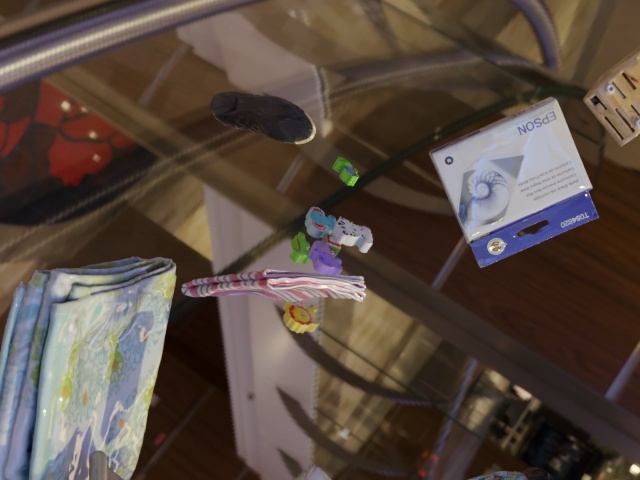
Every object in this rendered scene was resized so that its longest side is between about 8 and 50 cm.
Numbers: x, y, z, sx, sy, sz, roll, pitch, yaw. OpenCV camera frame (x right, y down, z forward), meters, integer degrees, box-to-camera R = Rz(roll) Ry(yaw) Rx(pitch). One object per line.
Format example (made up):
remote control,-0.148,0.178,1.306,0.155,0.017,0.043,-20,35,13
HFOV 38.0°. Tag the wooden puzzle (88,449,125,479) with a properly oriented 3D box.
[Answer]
wooden puzzle,-0.160,0.450,1.096,0.081,0.322,0.347,-26,127,7

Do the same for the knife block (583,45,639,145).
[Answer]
knife block,0.470,-0.227,1.416,0.276,0.088,0.242,-39,179,-17

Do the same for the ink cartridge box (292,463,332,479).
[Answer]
ink cartridge box,-0.030,0.365,1.129,0.150,0.109,0.063,-44,175,11

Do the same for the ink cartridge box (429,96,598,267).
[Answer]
ink cartridge box,0.322,-0.089,1.526,0.223,0.224,0.045,-25,-168,6

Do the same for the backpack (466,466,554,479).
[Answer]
backpack,0.213,0.363,1.185,0.182,0.115,0.152,-19,140,-4

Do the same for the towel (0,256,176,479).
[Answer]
towel,-0.302,0.205,1.191,0.320,0.090,0.374,-12,117,-74

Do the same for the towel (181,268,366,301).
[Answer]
towel,-0.058,0.058,1.095,0.144,0.197,0.029,7,80,-36

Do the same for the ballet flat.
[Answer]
ballet flat,-0.075,-0.168,1.264,0.049,0.173,0.057,27,85,-59

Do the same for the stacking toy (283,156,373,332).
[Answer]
stacking toy,0.000,0.000,1.286,0.167,0.052,0.221,-58,-158,30
